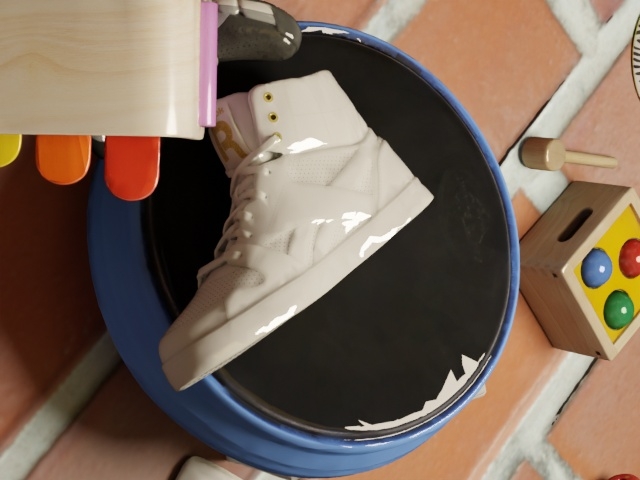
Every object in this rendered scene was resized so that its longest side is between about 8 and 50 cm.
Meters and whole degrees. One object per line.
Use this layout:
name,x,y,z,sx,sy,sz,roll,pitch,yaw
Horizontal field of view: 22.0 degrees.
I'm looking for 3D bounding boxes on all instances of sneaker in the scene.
sneaker,-0.132,-0.122,1.272,0.086,0.229,0.132,79,16,-72
sneaker,-0.055,-0.021,1.254,0.169,0.108,0.292,53,49,-4

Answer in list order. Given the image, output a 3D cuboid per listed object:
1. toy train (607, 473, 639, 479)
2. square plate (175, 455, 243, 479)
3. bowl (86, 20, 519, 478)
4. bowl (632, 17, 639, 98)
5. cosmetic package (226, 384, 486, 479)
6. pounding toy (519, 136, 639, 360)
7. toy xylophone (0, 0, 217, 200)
toy train,0.340,0.334,1.669,0.143,0.248,0.105,-25,111,-28
square plate,-0.061,0.416,1.494,0.344,0.049,0.347,34,76,-35
bowl,0.000,0.000,1.379,0.391,0.077,0.391,8,72,-27
bowl,0.419,-0.197,1.758,0.170,0.080,0.170,-7,101,-37
cosmetic package,0.028,0.113,1.488,0.238,0.107,0.127,-18,106,-37
pounding toy,0.279,-0.017,1.666,0.181,0.094,0.206,-46,121,-23
toy xylophone,-0.224,-0.160,1.177,0.323,0.081,0.236,9,91,-8
